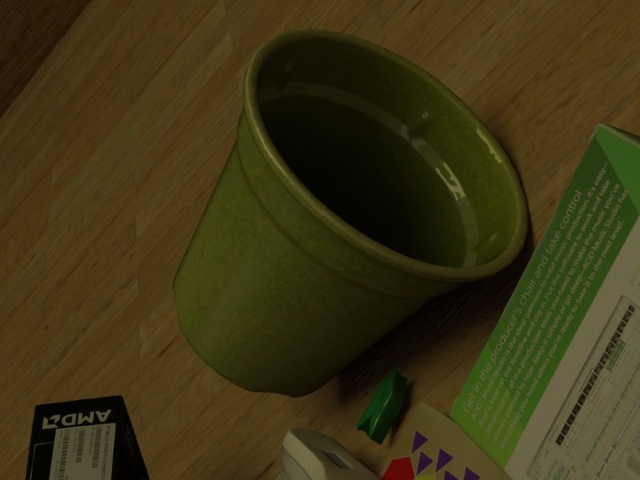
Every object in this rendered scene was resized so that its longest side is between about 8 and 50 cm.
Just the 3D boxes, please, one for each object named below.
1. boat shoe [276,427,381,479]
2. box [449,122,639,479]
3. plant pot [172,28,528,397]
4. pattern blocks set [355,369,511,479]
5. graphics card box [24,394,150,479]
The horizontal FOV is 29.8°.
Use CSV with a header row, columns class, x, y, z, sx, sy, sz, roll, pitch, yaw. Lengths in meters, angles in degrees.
class,x,y,z,sx,sy,sz,roll,pitch,yaw
boat shoe,0.007,0.213,0.974,0.184,0.066,0.063,32,107,58
box,0.225,0.095,0.703,0.322,0.058,0.232,44,114,50
plant pot,0.000,0.000,1.071,0.254,0.276,0.276,-53,27,37
pattern blocks set,0.095,0.216,0.918,0.285,0.026,0.325,-56,29,6
graphics card box,-0.202,0.351,1.061,0.094,0.233,0.371,-8,41,1
